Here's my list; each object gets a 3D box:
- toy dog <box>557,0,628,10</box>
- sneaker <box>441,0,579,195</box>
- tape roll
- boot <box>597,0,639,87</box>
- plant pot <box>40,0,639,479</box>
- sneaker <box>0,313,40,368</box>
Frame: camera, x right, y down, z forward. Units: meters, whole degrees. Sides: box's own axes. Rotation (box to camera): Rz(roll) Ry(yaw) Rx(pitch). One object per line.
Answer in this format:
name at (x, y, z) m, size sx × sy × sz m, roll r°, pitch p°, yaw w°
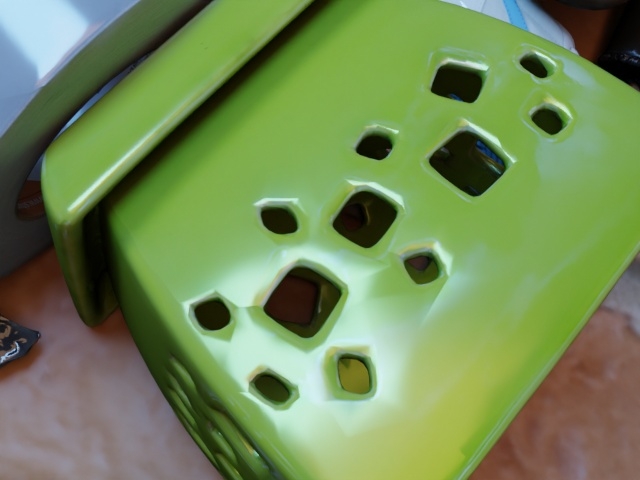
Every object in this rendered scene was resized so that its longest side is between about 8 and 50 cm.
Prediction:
toy dog at (0.115, -0.333, 0.475) m, size 0.408 × 0.284 × 0.395 m, roll 44°, pitch 30°, yaw -8°
sneaker at (0.125, -0.082, 0.559) m, size 0.092 × 0.087 × 0.228 m, roll -24°, pitch 86°, yaw -21°
tape roll at (-0.126, -0.074, 0.426) m, size 0.072 × 0.219 × 0.219 m, roll 42°, pitch 72°, yaw 0°
boot at (0.217, -0.162, 0.622) m, size 0.121 × 0.045 × 0.099 m, roll 22°, pitch 81°, yaw -1°
plant pot at (0.000, 0.000, 0.442) m, size 0.207 × 0.227 × 0.228 m, roll 42°, pitch 71°, yaw 4°
sneaker at (-0.237, 0.019, 0.470) m, size 0.089 × 0.051 × 0.170 m, roll -44°, pitch 95°, yaw -19°
